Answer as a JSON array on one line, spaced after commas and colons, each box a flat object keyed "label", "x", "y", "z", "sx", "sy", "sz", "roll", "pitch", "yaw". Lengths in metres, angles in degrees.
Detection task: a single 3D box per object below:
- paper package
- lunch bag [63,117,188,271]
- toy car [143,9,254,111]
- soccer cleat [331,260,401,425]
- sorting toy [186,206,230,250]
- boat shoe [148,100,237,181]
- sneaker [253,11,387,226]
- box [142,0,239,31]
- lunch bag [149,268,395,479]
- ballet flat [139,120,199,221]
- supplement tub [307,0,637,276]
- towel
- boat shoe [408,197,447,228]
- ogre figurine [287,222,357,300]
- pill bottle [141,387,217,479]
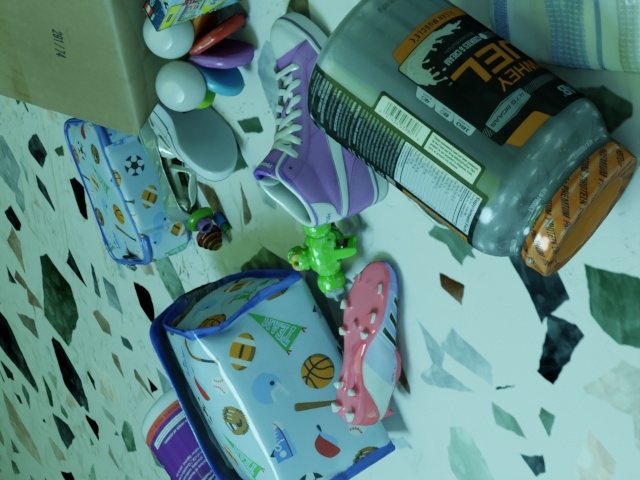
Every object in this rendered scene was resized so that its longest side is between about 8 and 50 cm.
[{"label": "paper package", "x": -0.384, "y": -0.350, "z": 1.913, "sx": 0.309, "sy": 0.168, "sz": 0.325, "roll": 18, "pitch": 149, "yaw": 14}, {"label": "lunch bag", "x": -0.357, "y": -0.093, "z": 2.308, "sx": 0.243, "sy": 0.115, "sz": 0.303, "roll": 4, "pitch": 114, "yaw": 60}, {"label": "toy car", "x": -0.163, "y": -0.279, "z": 1.840, "sx": 0.136, "sy": 0.159, "sz": 0.182, "roll": -1, "pitch": 116, "yaw": 19}, {"label": "soccer cleat", "x": 0.078, "y": 0.145, "z": 1.808, "sx": 0.083, "sy": 0.095, "sz": 0.248, "roll": 25, "pitch": 111, "yaw": 48}, {"label": "sorting toy", "x": -0.182, "y": -0.016, "z": 2.130, "sx": 0.042, "sy": 0.061, "sz": 0.102, "roll": 48, "pitch": 170, "yaw": 27}, {"label": "boat shoe", "x": -0.207, "y": -0.170, "z": 2.037, "sx": 0.258, "sy": 0.095, "sz": 0.084, "roll": 56, "pitch": 156, "yaw": 36}, {"label": "sneaker", "x": -0.031, "y": -0.155, "z": 1.674, "sx": 0.282, "sy": 0.161, "sz": 0.102, "roll": 66, "pitch": 153, "yaw": 1}, {"label": "box", "x": -0.128, "y": -0.368, "z": 1.667, "sx": 0.044, "sy": 0.159, "sz": 0.233, "roll": 59, "pitch": 150, "yaw": 7}, {"label": "lunch bag", "x": -0.102, "y": 0.225, "z": 2.008, "sx": 0.328, "sy": 0.239, "sz": 0.385, "roll": 64, "pitch": 164, "yaw": -9}, {"label": "ballet flat", "x": -0.250, "y": -0.133, "z": 2.162, "sx": 0.068, "sy": 0.072, "sz": 0.213, "roll": -1, "pitch": 114, "yaw": 30}, {"label": "supplement tub", "x": 0.156, "y": -0.115, "z": 1.329, "sx": 0.316, "sy": 0.193, "sz": 0.193, "roll": 39, "pitch": 144, "yaw": 18}, {"label": "towel", "x": 0.258, "y": -0.263, "z": 1.246, "sx": 0.285, "sy": 0.034, "sz": 0.209, "roll": 19, "pitch": 128, "yaw": 52}, {"label": "boat shoe", "x": 0.128, "y": -0.137, "z": 1.499, "sx": 0.079, "sy": 0.095, "sz": 0.254, "roll": 160, "pitch": 95, "yaw": -72}, {"label": "ogre figurine", "x": 0.000, "y": 0.000, "z": 1.803, "sx": 0.118, "sy": 0.097, "sz": 0.197, "roll": -111, "pitch": 25, "yaw": -66}, {"label": "pill bottle", "x": -0.174, "y": 0.413, "z": 2.321, "sx": 0.323, "sy": 0.181, "sz": 0.181, "roll": 49, "pitch": 148, "yaw": 27}]
